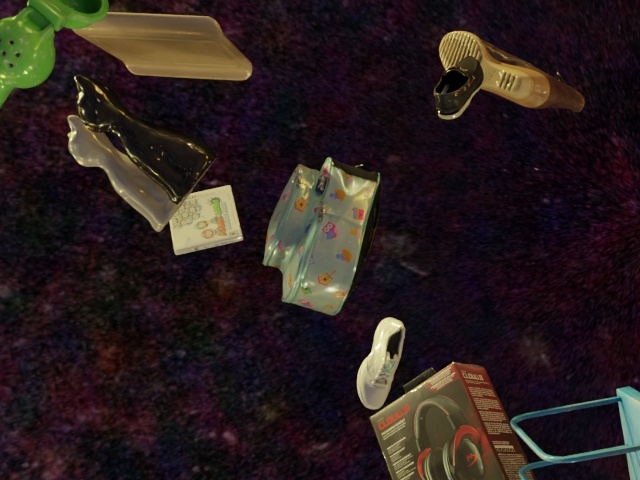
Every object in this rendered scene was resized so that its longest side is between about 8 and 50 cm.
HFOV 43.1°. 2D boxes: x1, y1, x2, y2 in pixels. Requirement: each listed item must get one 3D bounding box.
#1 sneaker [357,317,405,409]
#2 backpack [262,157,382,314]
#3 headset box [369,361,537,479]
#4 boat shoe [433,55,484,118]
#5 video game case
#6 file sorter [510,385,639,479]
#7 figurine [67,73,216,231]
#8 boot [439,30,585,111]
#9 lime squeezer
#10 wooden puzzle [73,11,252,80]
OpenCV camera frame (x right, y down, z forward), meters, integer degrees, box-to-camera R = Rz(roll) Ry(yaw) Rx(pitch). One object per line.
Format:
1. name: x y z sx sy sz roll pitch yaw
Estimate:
1. sneaker: 0.142 0.280 1.817 0.080 0.094 0.212 14 89 -16
2. backpack: 0.000 0.000 1.089 0.145 0.166 0.188 12 62 -10
3. headset box: 0.231 0.374 1.451 0.218 0.110 0.293 -40 54 29
4. boat shoe: 0.193 -0.220 1.119 0.049 0.133 0.042 5 132 29
5. video game case: -0.247 -0.045 1.717 0.143 0.019 0.157 -13 50 -6
6. file sorter: 0.209 0.209 0.581 0.105 0.118 0.170 -11 93 0
7. figurine: -0.274 -0.127 1.159 0.209 0.215 0.092 38 63 -8
8. boot: 0.366 -0.317 1.566 0.248 0.207 0.090 45 119 41
9. lime squeezer: -0.221 -0.172 0.687 0.059 0.110 0.310 33 74 11
10. wooden puzzle: -0.233 -0.303 1.245 0.221 0.239 0.044 4 86 7
